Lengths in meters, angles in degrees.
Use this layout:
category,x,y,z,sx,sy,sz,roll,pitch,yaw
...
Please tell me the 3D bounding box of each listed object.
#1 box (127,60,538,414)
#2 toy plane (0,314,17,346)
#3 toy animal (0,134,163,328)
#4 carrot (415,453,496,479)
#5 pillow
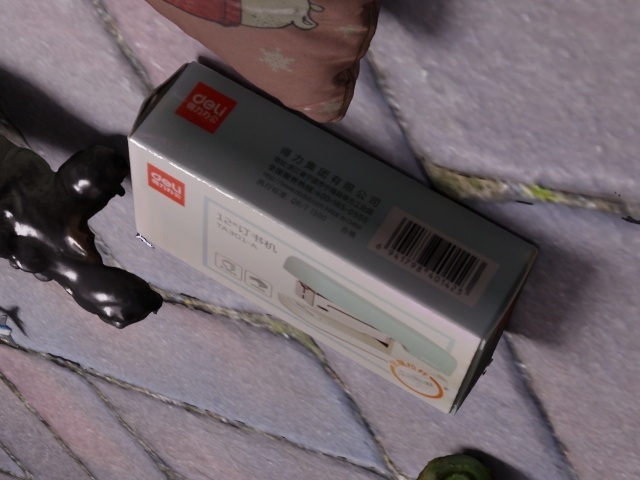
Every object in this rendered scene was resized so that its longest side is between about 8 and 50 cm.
category,x,y,z,sx,sy,sz,roll,pitch,yaw
box,0.000,0.000,0.940,0.269,0.079,0.135,30,153,10
toy plane,-0.433,0.058,1.580,0.226,0.058,0.226,32,155,13
toy animal,-0.278,-0.039,1.104,0.343,0.168,0.106,9,177,13
carrot,0.126,0.271,1.269,0.078,0.078,0.298,24,156,22
pillow,-0.051,-0.176,0.698,0.223,0.084,0.236,35,151,3
